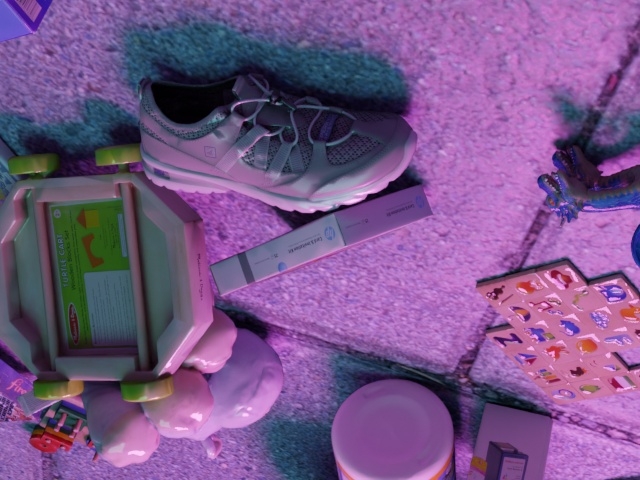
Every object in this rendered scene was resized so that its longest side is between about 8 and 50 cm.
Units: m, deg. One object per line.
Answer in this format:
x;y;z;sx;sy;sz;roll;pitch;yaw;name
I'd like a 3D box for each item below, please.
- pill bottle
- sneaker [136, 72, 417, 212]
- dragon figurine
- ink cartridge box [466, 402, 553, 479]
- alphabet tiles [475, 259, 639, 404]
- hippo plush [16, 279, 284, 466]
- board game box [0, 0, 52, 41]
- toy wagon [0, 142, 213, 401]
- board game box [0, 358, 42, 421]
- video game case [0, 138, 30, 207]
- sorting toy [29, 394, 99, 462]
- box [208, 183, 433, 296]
0.100;0.310;1.637;0.152;0.152;0.272;8;144;13;pill bottle
-0.050;-0.101;1.190;0.281;0.105;0.115;1;135;16;sneaker
0.338;-0.014;1.155;0.289;0.085;0.144;32;144;-12;dragon figurine
0.220;0.332;1.566;0.093;0.212;0.154;14;145;11;ink cartridge box
0.285;0.104;1.406;0.198;0.009;0.237;-17;132;39;alphabet tiles
-0.173;0.188;1.515;0.294;0.234;0.236;-26;139;23;hippo plush
-0.422;-0.304;1.094;0.233;0.078;0.347;-8;137;31;board game box
-0.278;0.037;1.375;0.344;0.267;0.068;-3;-175;28;toy wagon
-0.518;0.178;1.754;0.165;0.042;0.243;-7;142;30;board game box
-0.401;-0.054;1.469;0.183;0.023;0.201;-6;139;30;video game case
-0.343;0.282;1.878;0.132;0.046;0.274;26;143;-12;sorting toy
0.000;0.000;1.281;0.186;0.145;0.038;-24;87;41;box
